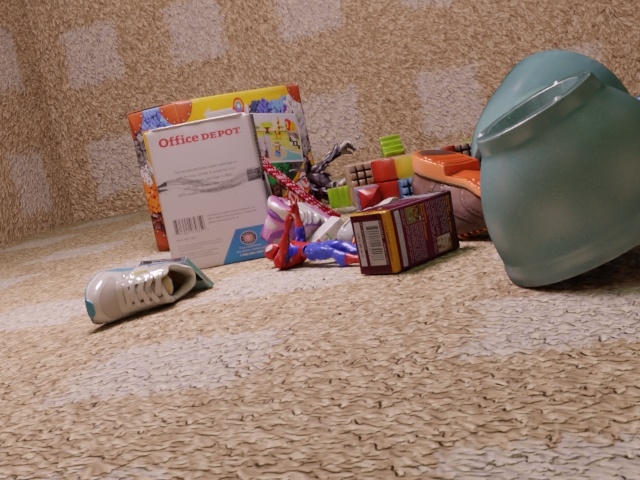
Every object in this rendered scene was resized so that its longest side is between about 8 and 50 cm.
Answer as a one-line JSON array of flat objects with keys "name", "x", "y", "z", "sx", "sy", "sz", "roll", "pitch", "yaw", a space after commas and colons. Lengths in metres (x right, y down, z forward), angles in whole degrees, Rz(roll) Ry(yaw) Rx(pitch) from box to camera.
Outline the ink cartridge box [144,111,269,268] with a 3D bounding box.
[{"name": "ink cartridge box", "x": -0.227, "y": -0.106, "z": 2.038, "sx": 0.223, "sy": 0.307, "sz": 0.129, "roll": -10, "pitch": 8, "yaw": 2}]

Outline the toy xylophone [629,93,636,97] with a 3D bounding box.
[{"name": "toy xylophone", "x": 0.569, "y": -0.208, "z": 1.978, "sx": 0.236, "sy": 0.081, "sz": 0.322, "roll": 21, "pitch": -38, "yaw": -10}]

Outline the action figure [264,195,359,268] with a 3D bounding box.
[{"name": "action figure", "x": -0.008, "y": -0.017, "z": 1.746, "sx": 0.280, "sy": 0.139, "sz": 0.091, "roll": -8, "pitch": 7, "yaw": 42}]

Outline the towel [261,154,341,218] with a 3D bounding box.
[{"name": "towel", "x": -0.071, "y": -0.140, "z": 2.429, "sx": 0.031, "sy": 0.275, "sz": 0.199, "roll": -52, "pitch": 9, "yaw": 1}]

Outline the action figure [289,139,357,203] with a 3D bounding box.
[{"name": "action figure", "x": 0.061, "y": -0.165, "z": 2.502, "sx": 0.276, "sy": 0.164, "sz": 0.141, "roll": 18, "pitch": 48, "yaw": 31}]

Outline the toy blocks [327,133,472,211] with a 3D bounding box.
[{"name": "toy blocks", "x": 0.211, "y": -0.145, "z": 2.107, "sx": 0.382, "sy": 0.190, "sz": 0.261, "roll": -12, "pitch": 6, "yaw": -3}]

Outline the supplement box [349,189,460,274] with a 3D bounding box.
[{"name": "supplement box", "x": 0.145, "y": -0.015, "z": 1.598, "sx": 0.081, "sy": 0.104, "sz": 0.188, "roll": -5, "pitch": 9, "yaw": 43}]

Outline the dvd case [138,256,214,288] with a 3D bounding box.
[{"name": "dvd case", "x": -0.265, "y": 0.062, "z": 1.746, "sx": 0.119, "sy": 0.087, "sz": 0.013, "roll": -4, "pitch": 52, "yaw": 36}]

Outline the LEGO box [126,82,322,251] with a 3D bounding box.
[{"name": "LEGO box", "x": -0.246, "y": -0.210, "z": 2.587, "sx": 0.193, "sy": 0.372, "sz": 0.500, "roll": -6, "pitch": 10, "yaw": 38}]

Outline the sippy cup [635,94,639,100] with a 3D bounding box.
[{"name": "sippy cup", "x": 0.529, "y": -0.129, "z": 1.536, "sx": 0.224, "sy": 0.240, "sz": 0.305, "roll": -23, "pitch": -33, "yaw": -11}]

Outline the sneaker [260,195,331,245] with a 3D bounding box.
[{"name": "sneaker", "x": -0.046, "y": -0.023, "z": 1.991, "sx": 0.095, "sy": 0.104, "sz": 0.236, "roll": 32, "pitch": 12, "yaw": 34}]

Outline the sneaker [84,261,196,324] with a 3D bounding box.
[{"name": "sneaker", "x": -0.307, "y": 0.081, "z": 1.613, "sx": 0.092, "sy": 0.087, "sz": 0.229, "roll": -7, "pitch": 10, "yaw": 31}]

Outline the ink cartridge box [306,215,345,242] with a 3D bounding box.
[{"name": "ink cartridge box", "x": 0.000, "y": 0.000, "z": 1.930, "sx": 0.115, "sy": 0.029, "sz": 0.063, "roll": -45, "pitch": 13, "yaw": -6}]

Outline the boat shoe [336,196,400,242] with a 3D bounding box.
[{"name": "boat shoe", "x": 0.101, "y": -0.036, "z": 1.913, "sx": 0.081, "sy": 0.079, "sz": 0.227, "roll": -2, "pitch": 14, "yaw": 28}]

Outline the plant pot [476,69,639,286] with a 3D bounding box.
[{"name": "plant pot", "x": 0.329, "y": -0.100, "z": 1.262, "sx": 0.293, "sy": 0.196, "sz": 0.293, "roll": -34, "pitch": 8, "yaw": 5}]

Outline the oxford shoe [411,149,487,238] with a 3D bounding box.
[{"name": "oxford shoe", "x": 0.295, "y": -0.058, "z": 1.706, "sx": 0.130, "sy": 0.132, "sz": 0.364, "roll": -8, "pitch": 24, "yaw": -28}]

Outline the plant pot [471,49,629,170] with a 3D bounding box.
[{"name": "plant pot", "x": 0.426, "y": -0.182, "z": 1.820, "sx": 0.293, "sy": 0.293, "sz": 0.235, "roll": -4, "pitch": 30, "yaw": 42}]

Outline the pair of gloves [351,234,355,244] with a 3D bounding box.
[{"name": "pair of gloves", "x": 0.098, "y": 0.003, "z": 1.769, "sx": 0.083, "sy": 0.010, "sz": 0.074, "roll": -8, "pitch": 42, "yaw": 9}]
